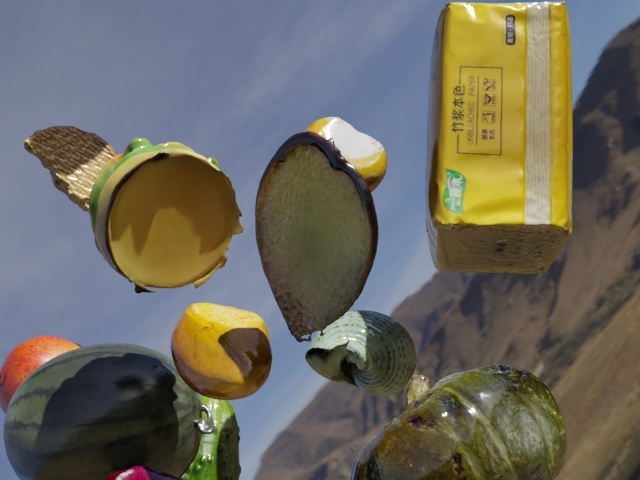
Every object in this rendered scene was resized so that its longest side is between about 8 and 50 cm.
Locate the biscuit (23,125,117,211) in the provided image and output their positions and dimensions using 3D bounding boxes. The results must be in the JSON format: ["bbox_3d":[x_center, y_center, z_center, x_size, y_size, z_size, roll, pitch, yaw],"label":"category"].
[{"bbox_3d":[-0.495,-0.156,1.781,0.144,0.224,0.033,-48,6,-28],"label":"biscuit"}]

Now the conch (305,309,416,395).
[{"bbox_3d":[0.076,0.180,1.462,0.131,0.172,0.200,-62,-32,-26],"label":"conch"}]

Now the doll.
[{"bbox_3d":[0.024,-0.105,1.566,0.162,0.166,0.270,-52,-9,-19],"label":"doll"}]

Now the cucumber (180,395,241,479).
[{"bbox_3d":[-0.217,0.395,1.666,0.134,0.134,0.245,71,-161,-75],"label":"cucumber"}]

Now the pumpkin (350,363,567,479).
[{"bbox_3d":[0.155,0.295,1.177,0.232,0.242,0.325,11,-53,-51],"label":"pumpkin"}]

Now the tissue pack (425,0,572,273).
[{"bbox_3d":[0.288,-0.159,1.413,0.293,0.228,0.382,66,-152,-73],"label":"tissue pack"}]

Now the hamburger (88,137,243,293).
[{"bbox_3d":[-0.243,-0.047,1.296,0.237,0.149,0.237,-10,-69,-28],"label":"hamburger"}]

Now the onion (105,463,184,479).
[{"bbox_3d":[-0.235,0.391,1.237,0.198,0.173,0.135,-21,44,43],"label":"onion"}]

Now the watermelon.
[{"bbox_3d":[-0.358,0.316,1.474,0.359,0.279,0.279,-9,-15,2],"label":"watermelon"}]

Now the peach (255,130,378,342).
[{"bbox_3d":[0.003,-0.002,1.103,0.068,0.189,0.279,-17,-57,-47],"label":"peach"}]

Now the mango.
[{"bbox_3d":[-0.134,0.162,1.216,0.141,0.217,0.102,-6,-72,-26],"label":"mango"}]

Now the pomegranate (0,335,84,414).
[{"bbox_3d":[-0.552,0.303,1.783,0.210,0.235,0.210,7,-90,-81],"label":"pomegranate"}]
